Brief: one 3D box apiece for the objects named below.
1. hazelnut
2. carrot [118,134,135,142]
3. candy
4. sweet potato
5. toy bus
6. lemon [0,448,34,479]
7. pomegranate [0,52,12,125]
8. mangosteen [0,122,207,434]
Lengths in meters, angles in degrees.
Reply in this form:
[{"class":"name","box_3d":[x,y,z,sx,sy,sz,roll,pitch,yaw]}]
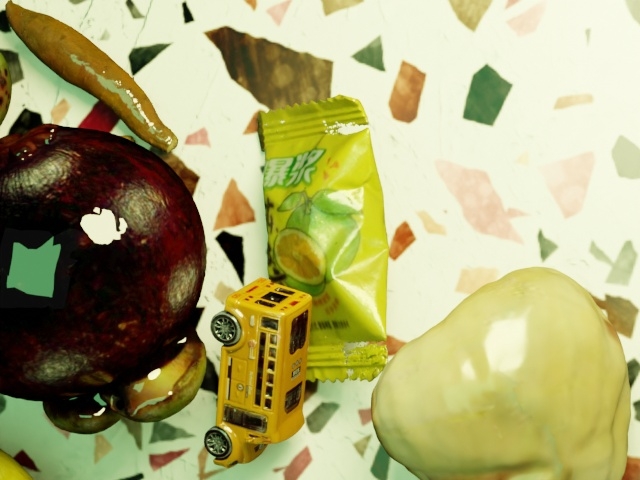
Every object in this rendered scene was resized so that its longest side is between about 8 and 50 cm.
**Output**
[{"class":"hazelnut","box_3d":[0.179,0.147,1.607,0.261,0.241,0.261,-2,106,-5]},{"class":"carrot","box_3d":[-0.370,-0.077,1.827,0.336,0.069,0.069,-10,81,-7]},{"class":"candy","box_3d":[0.000,0.000,1.719,0.187,0.081,0.297,-7,87,49]},{"class":"sweet potato","box_3d":[-0.257,-0.189,1.837,0.264,0.057,0.057,39,96,16]},{"class":"toy bus","box_3d":[-0.061,0.144,1.701,0.088,0.083,0.195,14,112,23]},{"class":"lemon","box_3d":[-0.392,0.324,1.740,0.236,0.236,0.263,-16,74,14]},{"class":"pomegranate","box_3d":[-0.429,-0.180,1.845,0.169,0.148,0.148,30,94,15]},{"class":"mangosteen","box_3d":[-0.250,0.052,1.706,0.306,0.307,0.347,-17,113,14]}]
